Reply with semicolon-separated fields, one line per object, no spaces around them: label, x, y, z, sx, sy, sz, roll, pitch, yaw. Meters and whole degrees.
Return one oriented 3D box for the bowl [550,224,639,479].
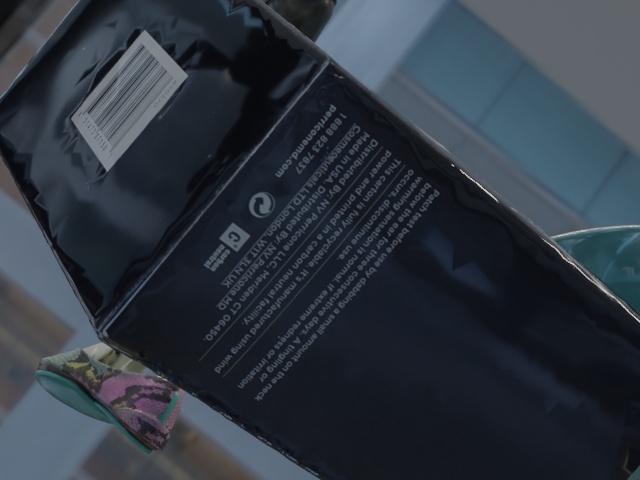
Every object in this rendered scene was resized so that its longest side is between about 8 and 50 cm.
bowl;0.279;0.119;1.616;0.311;0.311;0.163;19;-55;47

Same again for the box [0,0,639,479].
box;0.000;0.000;1.045;0.312;0.179;0.343;38;5;-30

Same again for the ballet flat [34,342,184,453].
ballet flat;-0.178;0.127;1.559;0.077;0.079;0.221;47;-15;-28

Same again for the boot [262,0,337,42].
boot;-0.029;-0.116;1.613;0.076;0.209;0.189;3;-15;-16
